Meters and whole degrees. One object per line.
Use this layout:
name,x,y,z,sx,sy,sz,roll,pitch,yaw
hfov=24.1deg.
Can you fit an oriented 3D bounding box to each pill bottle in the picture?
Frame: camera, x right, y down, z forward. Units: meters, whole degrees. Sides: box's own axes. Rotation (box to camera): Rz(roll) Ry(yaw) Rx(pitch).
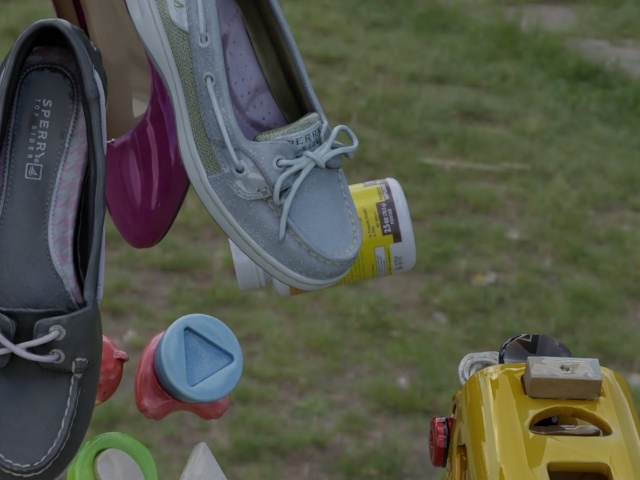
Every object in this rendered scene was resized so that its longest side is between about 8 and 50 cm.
pill bottle,0.000,0.000,1.799,0.215,0.117,0.117,-12,21,-3

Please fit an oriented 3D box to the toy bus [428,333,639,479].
toy bus,0.113,0.106,0.744,0.202,0.104,0.191,31,44,30

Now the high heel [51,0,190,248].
high heel,-0.214,-0.182,1.344,0.127,0.377,0.181,-17,-15,35

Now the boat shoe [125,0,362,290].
boat shoe,-0.050,-0.114,1.178,0.118,0.320,0.103,-21,-3,-44

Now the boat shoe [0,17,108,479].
boat shoe,-0.206,0.005,1.053,0.112,0.335,0.095,4,-12,-4

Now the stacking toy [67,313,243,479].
stacking toy,-0.232,0.242,2.108,0.309,0.280,0.130,-6,-14,-34
